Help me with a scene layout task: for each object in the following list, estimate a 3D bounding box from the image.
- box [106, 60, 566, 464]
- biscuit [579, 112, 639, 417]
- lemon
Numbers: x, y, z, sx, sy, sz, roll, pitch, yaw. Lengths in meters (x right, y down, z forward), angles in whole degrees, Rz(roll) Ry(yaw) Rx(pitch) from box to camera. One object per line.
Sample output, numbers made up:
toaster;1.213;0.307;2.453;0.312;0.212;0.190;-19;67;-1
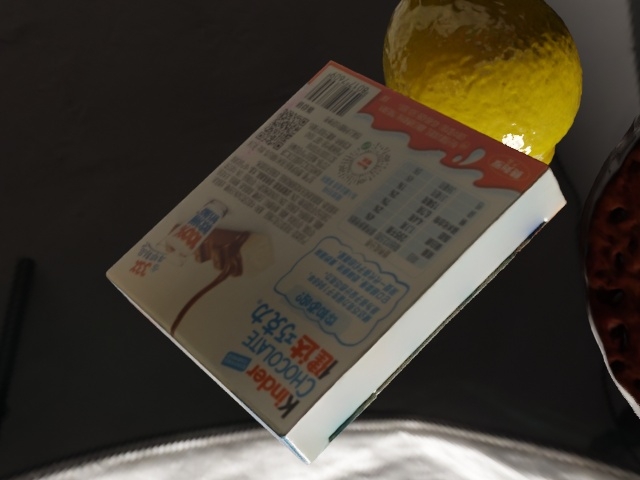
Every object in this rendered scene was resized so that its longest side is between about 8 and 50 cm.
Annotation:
box;0.000;0.000;0.947;0.265;0.273;0.048;-43;132;-10
biscuit;0.171;0.027;0.422;0.049;0.192;0.192;-28;120;-40
lemon;0.157;-0.165;1.234;0.187;0.187;0.244;-49;117;-11
